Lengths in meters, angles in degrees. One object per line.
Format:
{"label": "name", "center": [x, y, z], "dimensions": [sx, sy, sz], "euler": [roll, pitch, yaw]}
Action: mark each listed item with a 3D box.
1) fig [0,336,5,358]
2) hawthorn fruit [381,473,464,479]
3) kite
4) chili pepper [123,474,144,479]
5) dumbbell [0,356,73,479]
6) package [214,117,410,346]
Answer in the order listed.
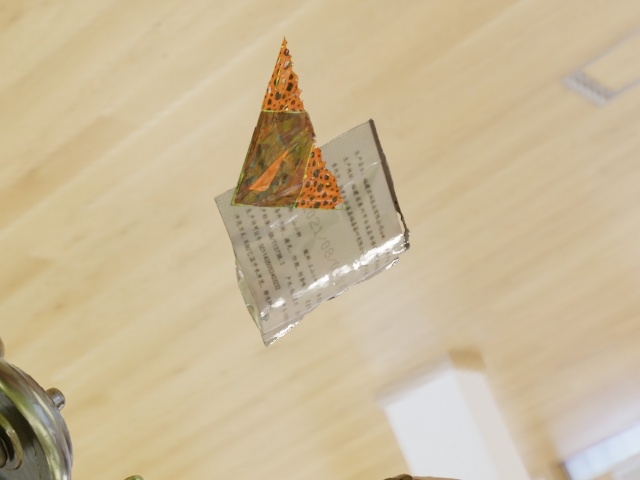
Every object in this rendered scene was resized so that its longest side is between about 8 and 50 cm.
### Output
{"label": "fig", "center": [-0.501, 0.176, 1.975], "dimensions": [0.103, 0.155, 0.109], "euler": [18, 105, -5]}
{"label": "hawthorn fruit", "center": [0.121, 0.365, 1.550], "dimensions": [0.215, 0.215, 0.249], "euler": [-32, 160, 21]}
{"label": "kite", "center": [-0.043, -0.070, 1.266], "dimensions": [0.008, 0.222, 0.125], "euler": [22, 127, -39]}
{"label": "chili pepper", "center": [-0.319, 0.323, 1.599], "dimensions": [0.257, 0.074, 0.100], "euler": [-16, 156, 9]}
{"label": "dumbbell", "center": [-0.362, 0.227, 1.379], "dimensions": [0.290, 0.192, 0.192], "euler": [-36, 171, -39]}
{"label": "package", "center": [0.000, 0.000, 1.598], "dimensions": [0.204, 0.062, 0.251], "euler": [-31, 140, -13]}
